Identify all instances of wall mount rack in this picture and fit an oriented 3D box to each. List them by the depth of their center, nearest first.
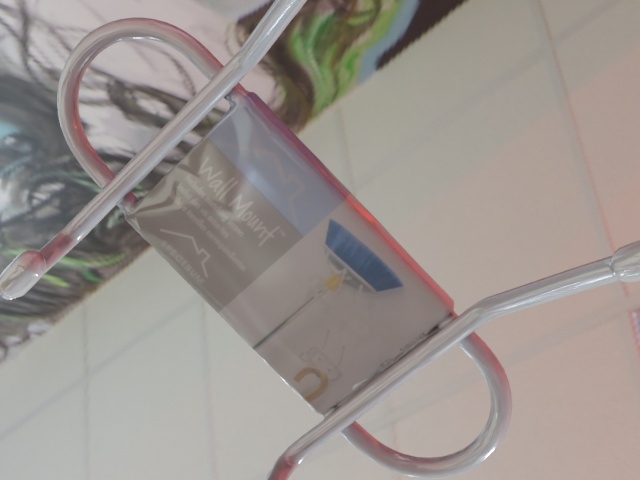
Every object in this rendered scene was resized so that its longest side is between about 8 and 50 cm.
[{"bbox_3d":[0.000,0.000,0.595,0.304,0.350,0.130,-42,-174,25],"label":"wall mount rack"}]
